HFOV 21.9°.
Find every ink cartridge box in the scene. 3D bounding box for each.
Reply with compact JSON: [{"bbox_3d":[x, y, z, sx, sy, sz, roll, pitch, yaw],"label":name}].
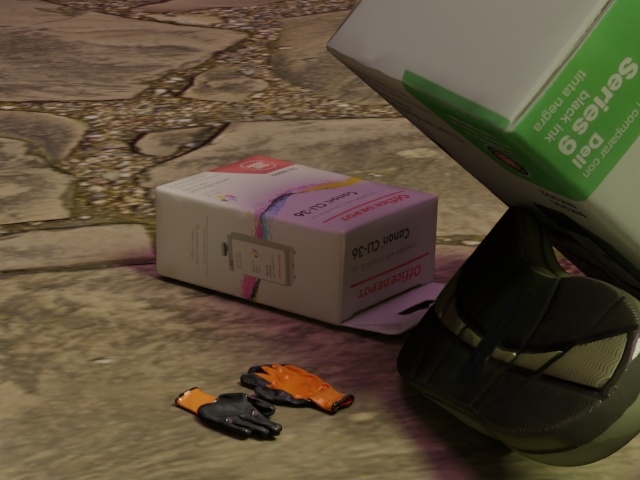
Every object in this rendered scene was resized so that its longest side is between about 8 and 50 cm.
[{"bbox_3d":[0.000,0.000,1.107,0.198,0.067,0.115,14,22,33],"label":"ink cartridge box"},{"bbox_3d":[0.176,-0.055,0.973,0.289,0.121,0.211,38,-2,-32],"label":"ink cartridge box"}]

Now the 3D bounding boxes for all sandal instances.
[{"bbox_3d":[0.119,0.065,0.898,0.086,0.120,0.303,37,5,-16],"label":"sandal"}]

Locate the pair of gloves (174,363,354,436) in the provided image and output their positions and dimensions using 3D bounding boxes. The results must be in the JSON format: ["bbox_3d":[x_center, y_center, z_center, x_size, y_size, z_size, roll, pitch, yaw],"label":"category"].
[{"bbox_3d":[-0.032,0.089,0.934,0.074,0.010,0.083,18,26,40],"label":"pair of gloves"}]
